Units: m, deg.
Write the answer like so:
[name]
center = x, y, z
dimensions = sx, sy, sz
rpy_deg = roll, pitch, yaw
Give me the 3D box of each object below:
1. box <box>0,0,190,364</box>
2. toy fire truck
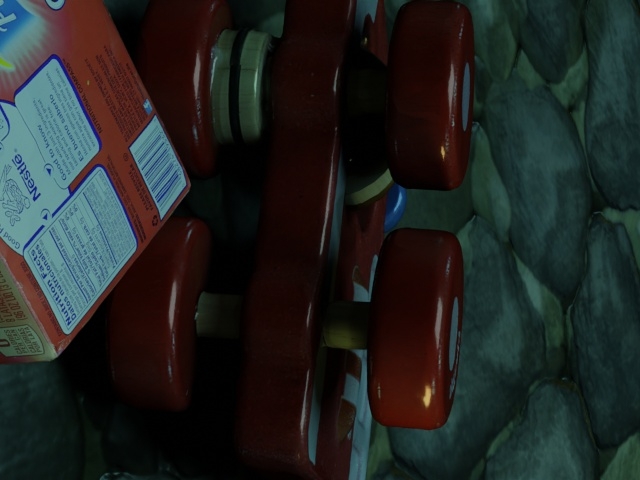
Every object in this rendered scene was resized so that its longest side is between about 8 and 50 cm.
[box]
center = -0.174, -0.084, 0.699
dimensions = 0.128, 0.122, 0.257
rpy_deg = -57, 132, -46
[toy fire truck]
center = 0.000, 0.000, 0.966
dimensions = 0.254, 0.169, 0.302
rpy_deg = 66, 28, -71
